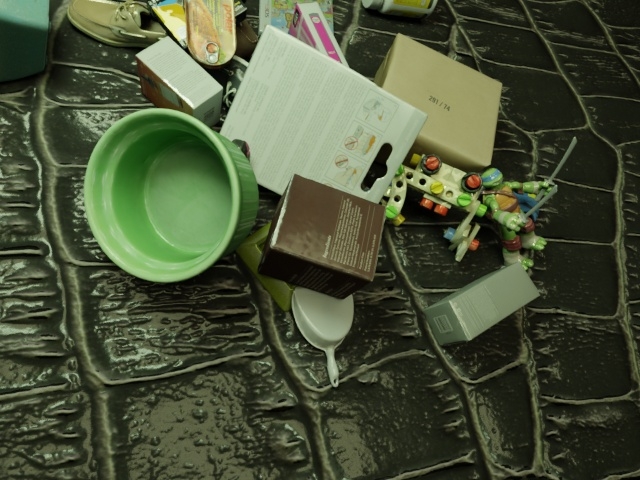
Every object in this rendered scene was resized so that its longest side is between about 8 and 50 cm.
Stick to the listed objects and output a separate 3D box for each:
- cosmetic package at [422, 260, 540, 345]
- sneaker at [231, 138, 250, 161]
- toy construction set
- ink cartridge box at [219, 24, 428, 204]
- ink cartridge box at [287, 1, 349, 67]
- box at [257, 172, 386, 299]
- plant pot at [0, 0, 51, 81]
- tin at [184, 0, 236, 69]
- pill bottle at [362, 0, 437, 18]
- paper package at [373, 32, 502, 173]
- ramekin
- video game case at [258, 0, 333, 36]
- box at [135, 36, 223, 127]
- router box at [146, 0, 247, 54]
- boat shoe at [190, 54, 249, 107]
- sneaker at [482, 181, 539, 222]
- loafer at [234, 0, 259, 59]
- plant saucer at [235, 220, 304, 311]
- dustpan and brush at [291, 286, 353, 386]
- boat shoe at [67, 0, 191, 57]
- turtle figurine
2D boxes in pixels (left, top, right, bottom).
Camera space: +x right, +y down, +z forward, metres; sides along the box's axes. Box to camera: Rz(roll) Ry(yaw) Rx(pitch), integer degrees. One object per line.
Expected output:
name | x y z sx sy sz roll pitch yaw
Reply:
cosmetic package | 0.378 0.148 1.015 0.238 0.127 0.107 -20 78 -21
sneaker | -0.207 -0.134 0.918 0.077 0.178 0.072 22 28 1
toy construction set | 0.261 -0.083 1.032 0.328 0.151 0.214 26 92 -8
ink cartridge box | -0.008 -0.236 0.960 0.385 0.091 0.308 26 106 -9
ink cartridge box | 0.014 -0.378 1.064 0.069 0.176 0.370 -20 78 -24
box | 0.000 0.000 0.874 0.203 0.168 0.166 19 66 -11
plant pot | -0.683 -0.465 0.851 0.253 0.247 0.247 4 68 -36
tin | -0.241 -0.472 0.944 0.106 0.040 0.189 -2 89 -12
pill bottle | 0.239 -0.747 1.303 0.209 0.119 0.119 -3 72 -19
paper package | 0.282 -0.331 1.138 0.325 0.168 0.309 22 66 -8
ramekin | -0.266 -0.082 0.814 0.304 0.148 0.303 1 96 13
video game case | -0.067 -0.639 1.219 0.213 0.023 0.193 5 69 -16
box | -0.316 -0.339 0.971 0.170 0.130 0.091 43 65 2
router box | -0.279 -0.527 0.980 0.179 0.046 0.133 -40 95 -13
boat shoe | -0.177 -0.351 1.029 0.303 0.114 0.091 21 60 -9
sneaker | 0.508 -0.103 1.180 0.210 0.069 0.082 15 71 -12
loafer | -0.258 -0.614 1.102 0.130 0.134 0.365 -17 87 -26
plant saucer | -0.062 0.030 0.963 0.188 0.045 0.188 -37 85 -25
dustpan and brush | 0.018 0.204 0.926 0.148 0.060 0.211 -2 65 -29
boat shoe | -0.436 -0.517 1.016 0.303 0.098 0.109 15 67 -12
turtle figurine | 0.516 -0.063 1.058 0.266 0.275 0.197 61 27 -28
